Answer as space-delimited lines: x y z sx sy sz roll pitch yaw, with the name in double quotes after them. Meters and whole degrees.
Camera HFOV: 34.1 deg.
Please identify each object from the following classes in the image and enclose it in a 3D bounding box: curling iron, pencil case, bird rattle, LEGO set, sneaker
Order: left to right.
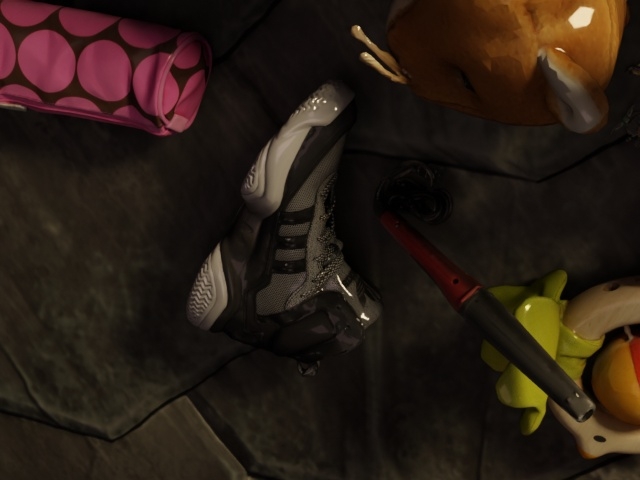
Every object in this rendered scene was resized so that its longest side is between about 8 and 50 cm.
-0.202 -0.144 0.885 0.209 0.095 0.098 10 78 14 "pencil case"
0.000 0.000 0.883 0.153 0.101 0.269 31 121 1 "sneaker"
0.119 0.032 0.803 0.068 0.035 0.274 -56 47 27 "curling iron"
0.261 0.080 0.853 0.253 0.143 0.207 -23 115 9 "bird rattle"
0.258 -0.098 0.816 0.054 0.023 0.083 11 100 9 "LEGO set"

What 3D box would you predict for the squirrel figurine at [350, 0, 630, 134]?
0.142 -0.257 0.651 0.397 0.281 0.370 -17 112 26 "squirrel figurine"
